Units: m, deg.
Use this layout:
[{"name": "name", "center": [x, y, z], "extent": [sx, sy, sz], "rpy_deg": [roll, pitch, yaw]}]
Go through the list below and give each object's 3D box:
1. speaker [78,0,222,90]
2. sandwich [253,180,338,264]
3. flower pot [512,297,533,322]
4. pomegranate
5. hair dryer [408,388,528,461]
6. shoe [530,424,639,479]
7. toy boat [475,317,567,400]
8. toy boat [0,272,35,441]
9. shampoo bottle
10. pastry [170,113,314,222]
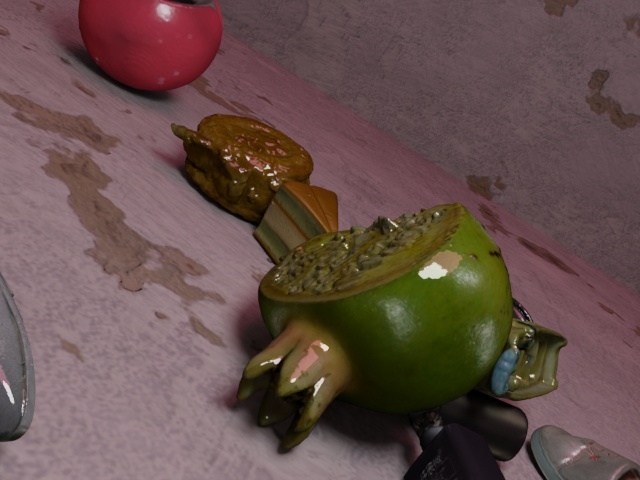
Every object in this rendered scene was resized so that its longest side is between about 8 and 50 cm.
[{"name": "speaker", "center": [-0.348, -0.441, 1.532], "extent": [0.294, 0.294, 0.294], "rpy_deg": [29, 19, -11]}, {"name": "sandwich", "center": [0.000, 0.000, 1.219], "extent": [0.144, 0.117, 0.187], "rpy_deg": [10, 28, -42]}, {"name": "flower pot", "center": [0.251, 0.163, 1.184], "extent": [0.107, 0.157, 0.157], "rpy_deg": [-4, 39, -44]}, {"name": "pomegranate", "center": [0.063, 0.114, 0.879], "extent": [0.358, 0.310, 0.216], "rpy_deg": [-45, 117, -36]}, {"name": "hair dryer", "center": [0.161, 0.202, 1.076], "extent": [0.196, 0.078, 0.248], "rpy_deg": [26, 10, -18]}, {"name": "shoe", "center": [0.394, 0.338, 1.037], "extent": [0.103, 0.100, 0.251], "rpy_deg": [18, 26, -35]}, {"name": "toy boat", "center": [0.266, 0.163, 1.028], "extent": [0.084, 0.111, 0.276], "rpy_deg": [15, 2, 32]}, {"name": "toy boat", "center": [-0.292, 0.073, 0.639], "extent": [0.260, 0.078, 0.085], "rpy_deg": [46, 0, 41]}, {"name": "shampoo bottle", "center": [0.153, 0.283, 0.785], "extent": [0.071, 0.098, 0.309], "rpy_deg": [25, 20, -23]}, {"name": "pastry", "center": [-0.129, -0.120, 1.328], "extent": [0.240, 0.132, 0.235], "rpy_deg": [31, 26, 16]}]
